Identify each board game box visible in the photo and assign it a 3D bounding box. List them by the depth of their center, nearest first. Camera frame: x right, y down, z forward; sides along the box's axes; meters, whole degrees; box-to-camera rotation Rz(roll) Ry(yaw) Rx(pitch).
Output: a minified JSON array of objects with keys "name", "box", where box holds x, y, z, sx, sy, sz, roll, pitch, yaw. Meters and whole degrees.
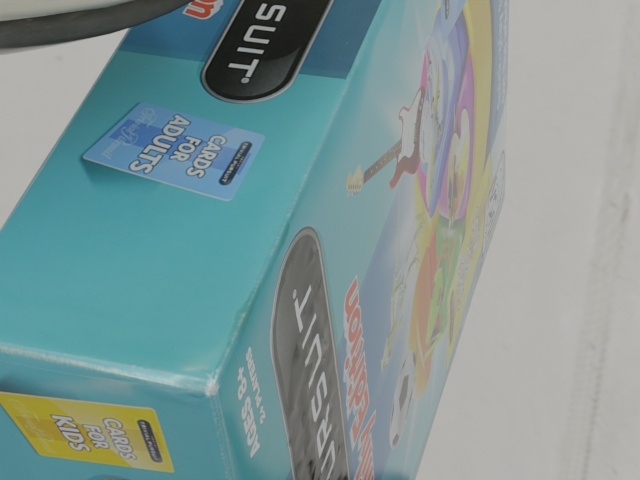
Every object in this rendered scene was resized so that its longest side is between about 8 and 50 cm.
[{"name":"board game box","box":[0.000,0.000,0.542,0.079,0.336,0.254,9,138,15]}]

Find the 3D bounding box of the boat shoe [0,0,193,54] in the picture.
[{"name":"boat shoe","box":[-0.171,-0.082,0.334,0.335,0.095,0.112,-8,81,-29]}]
